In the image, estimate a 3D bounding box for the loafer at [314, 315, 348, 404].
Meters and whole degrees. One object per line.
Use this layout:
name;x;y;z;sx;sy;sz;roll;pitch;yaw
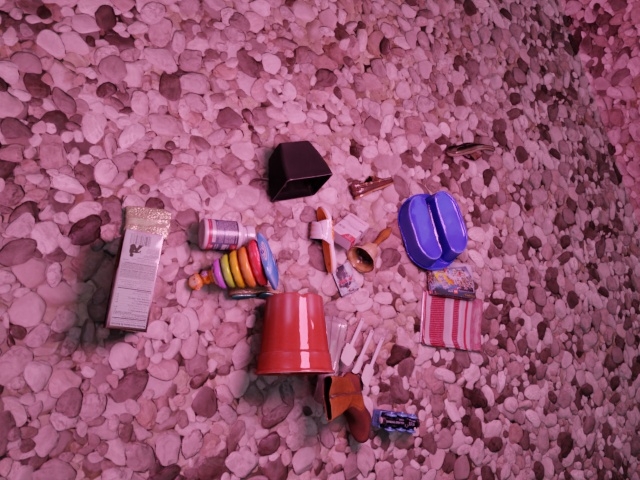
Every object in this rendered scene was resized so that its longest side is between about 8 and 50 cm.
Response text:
loafer;0.019;0.438;1.807;0.112;0.112;0.319;12;79;13

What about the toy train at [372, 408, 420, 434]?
toy train;0.293;0.698;1.892;0.184;0.105;0.080;14;79;-24

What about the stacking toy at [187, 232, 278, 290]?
stacking toy;-0.304;0.103;1.650;0.302;0.165;0.175;-15;62;-2

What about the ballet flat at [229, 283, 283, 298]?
ballet flat;-0.223;0.173;1.736;0.206;0.073;0.067;6;65;-30

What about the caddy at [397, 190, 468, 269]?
caddy;0.470;-0.047;2.066;0.242;0.179;0.340;-13;79;-10

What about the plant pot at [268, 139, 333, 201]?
plant pot;-0.093;-0.267;1.818;0.188;0.187;0.166;-11;75;-28

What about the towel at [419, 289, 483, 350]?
towel;0.578;0.353;2.135;0.329;0.037;0.236;12;76;-25

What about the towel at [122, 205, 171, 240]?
towel;-0.572;-0.060;1.616;0.148;0.027;0.109;7;78;-26

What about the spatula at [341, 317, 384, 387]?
spatula;0.167;0.417;1.873;0.168;0.019;0.242;46;43;-12

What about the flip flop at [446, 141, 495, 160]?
flip flop;0.703;-0.411;2.295;0.277;0.112;0.080;-15;115;-31

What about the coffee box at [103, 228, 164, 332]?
coffee box;-0.577;0.129;1.503;0.119;0.168;0.296;12;77;-25

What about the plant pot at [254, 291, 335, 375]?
plant pot;-0.090;0.325;1.685;0.273;0.272;0.264;8;70;-26

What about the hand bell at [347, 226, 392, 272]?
hand bell;0.226;0.015;1.989;0.242;0.126;0.126;-42;101;-39

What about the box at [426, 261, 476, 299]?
box;0.572;0.172;2.140;0.233;0.044;0.159;11;66;-25

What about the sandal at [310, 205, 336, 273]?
sandal;0.004;0.000;1.861;0.076;0.102;0.264;-7;86;-23

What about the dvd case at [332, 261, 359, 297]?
dvd case;0.096;0.155;1.932;0.087;0.013;0.119;-22;93;-28

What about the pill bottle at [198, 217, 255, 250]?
pill bottle;-0.323;-0.018;1.691;0.180;0.108;0.107;4;80;-26

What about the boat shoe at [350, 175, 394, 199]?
boat shoe;0.215;-0.234;2.023;0.207;0.073;0.073;-23;94;-29

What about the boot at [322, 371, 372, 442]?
boot;0.096;0.600;1.723;0.280;0.096;0.263;22;66;-66

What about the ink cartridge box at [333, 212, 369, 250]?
ink cartridge box;0.112;-0.035;1.909;0.099;0.056;0.135;35;47;17
